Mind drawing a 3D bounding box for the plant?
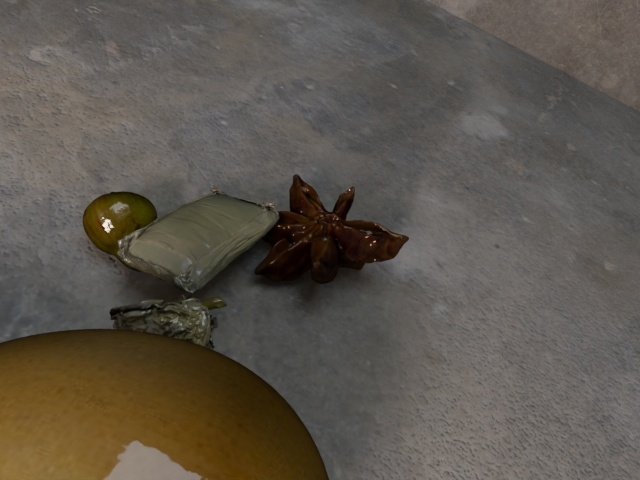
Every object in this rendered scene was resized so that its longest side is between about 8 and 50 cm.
[{"bbox_3d":[-0.158,0.086,0.598,0.116,0.105,0.122,22,33,11],"label":"plant"}]

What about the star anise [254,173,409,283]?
[{"bbox_3d":[-0.002,-0.001,0.763,0.212,0.111,0.196,28,34,14],"label":"star anise"}]

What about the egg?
[{"bbox_3d":[-0.147,0.187,0.379,0.322,0.250,0.250,20,41,0],"label":"egg"}]

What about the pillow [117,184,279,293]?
[{"bbox_3d":[-0.146,-0.007,0.677,0.119,0.053,0.208,25,36,16],"label":"pillow"}]

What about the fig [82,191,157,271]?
[{"bbox_3d":[-0.249,-0.013,0.677,0.084,0.082,0.098,31,42,-54],"label":"fig"}]
